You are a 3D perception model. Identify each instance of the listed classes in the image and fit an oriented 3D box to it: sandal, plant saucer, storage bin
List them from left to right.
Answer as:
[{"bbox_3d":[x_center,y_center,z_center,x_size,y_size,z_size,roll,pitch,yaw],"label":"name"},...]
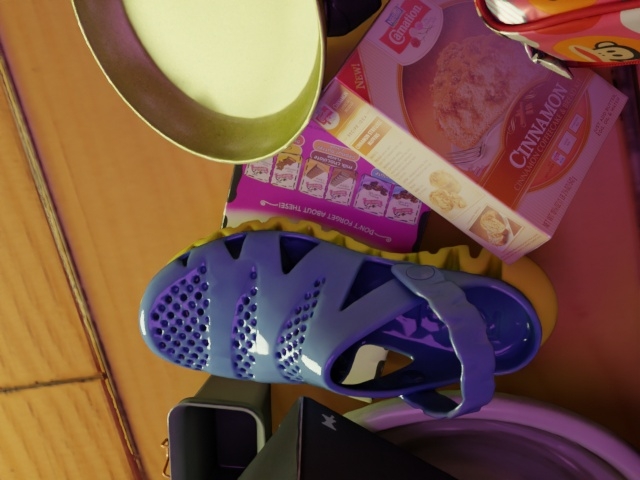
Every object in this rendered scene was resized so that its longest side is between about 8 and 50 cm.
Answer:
[{"bbox_3d":[-0.085,-0.170,0.834,0.241,0.037,0.241,23,133,28],"label":"plant saucer"},{"bbox_3d":[-0.085,0.182,1.036,0.098,0.091,0.135,4,112,10],"label":"storage bin"},{"bbox_3d":[0.014,0.062,0.864,0.317,0.138,0.126,-1,114,11],"label":"sandal"},{"bbox_3d":[0.113,0.278,1.010,0.400,0.100,0.400,0,117,0],"label":"plant saucer"}]

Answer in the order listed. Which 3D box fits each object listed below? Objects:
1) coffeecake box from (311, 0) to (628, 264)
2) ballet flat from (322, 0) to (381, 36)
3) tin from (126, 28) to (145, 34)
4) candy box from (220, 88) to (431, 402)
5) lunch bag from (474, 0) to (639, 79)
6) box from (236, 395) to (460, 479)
[{"bbox_3d":[0.108,-0.097,0.849,0.185,0.142,0.068,36,154,-4],"label":"coffeecake box"},{"bbox_3d":[0.002,-0.253,0.858,0.074,0.074,0.203,-12,103,16],"label":"ballet flat"},{"bbox_3d":[-0.112,-0.233,0.877,0.106,0.040,0.189,46,130,-13],"label":"tin"},{"bbox_3d":[0.000,0.000,0.954,0.159,0.071,0.233,17,113,3],"label":"candy box"},{"bbox_3d":[0.186,-0.254,0.704,0.258,0.120,0.293,-3,79,41],"label":"lunch bag"},{"bbox_3d":[0.026,0.327,0.882,0.296,0.183,0.294,30,112,-14],"label":"box"}]
